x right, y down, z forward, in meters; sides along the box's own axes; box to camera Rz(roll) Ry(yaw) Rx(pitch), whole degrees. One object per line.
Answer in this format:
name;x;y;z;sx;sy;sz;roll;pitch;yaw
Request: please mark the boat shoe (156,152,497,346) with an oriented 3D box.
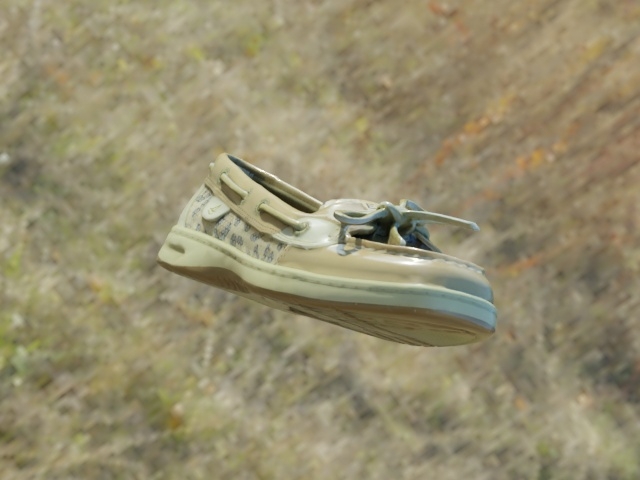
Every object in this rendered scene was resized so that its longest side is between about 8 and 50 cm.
boat shoe;0.000;0.000;1.025;0.105;0.089;0.285;23;-7;-39
